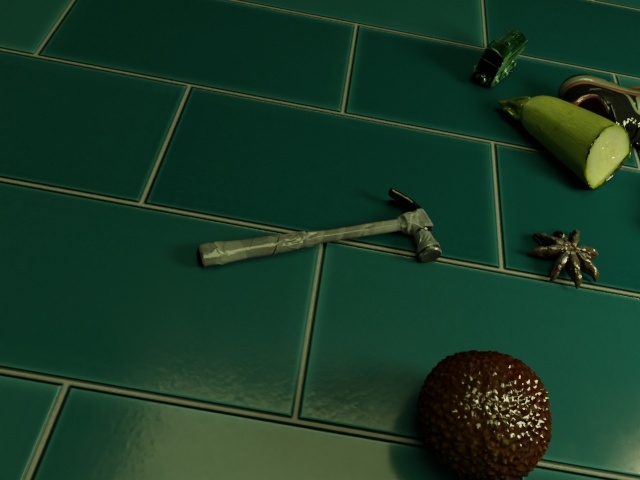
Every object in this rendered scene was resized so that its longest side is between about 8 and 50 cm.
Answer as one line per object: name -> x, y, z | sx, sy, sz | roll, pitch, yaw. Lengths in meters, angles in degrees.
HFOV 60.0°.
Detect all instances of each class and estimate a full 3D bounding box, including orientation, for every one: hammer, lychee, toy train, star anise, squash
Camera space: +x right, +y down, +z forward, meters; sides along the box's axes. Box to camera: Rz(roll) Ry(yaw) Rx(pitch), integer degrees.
hammer -> 0.000, 0.001, 0.974 | 0.426, 0.044, 0.152 | -11, 57, -15
lychee -> 0.223, 0.238, 0.767 | 0.194, 0.194, 0.195 | 4, 55, -6
toy train -> 0.422, -0.430, 1.297 | 0.071, 0.111, 0.170 | 39, 59, 12
star anise -> 0.459, 0.027, 1.027 | 0.140, 0.042, 0.141 | 3, 56, -5
squash -> 0.512, -0.249, 1.174 | 0.137, 0.137, 0.287 | -28, 63, -25

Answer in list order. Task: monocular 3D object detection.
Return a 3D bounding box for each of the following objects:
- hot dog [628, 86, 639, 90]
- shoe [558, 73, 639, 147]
hot dog -> 0.813, -0.296, 1.249 | 0.268, 0.072, 0.115 | 18, 31, 27
shoe -> 0.655, -0.263, 1.212 | 0.290, 0.114, 0.137 | 27, 51, 13
